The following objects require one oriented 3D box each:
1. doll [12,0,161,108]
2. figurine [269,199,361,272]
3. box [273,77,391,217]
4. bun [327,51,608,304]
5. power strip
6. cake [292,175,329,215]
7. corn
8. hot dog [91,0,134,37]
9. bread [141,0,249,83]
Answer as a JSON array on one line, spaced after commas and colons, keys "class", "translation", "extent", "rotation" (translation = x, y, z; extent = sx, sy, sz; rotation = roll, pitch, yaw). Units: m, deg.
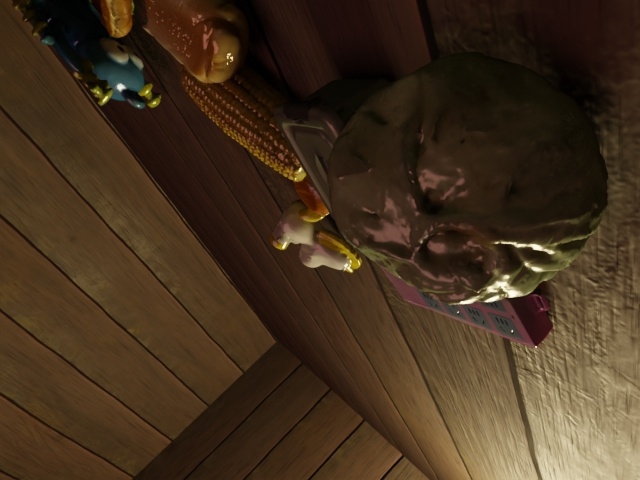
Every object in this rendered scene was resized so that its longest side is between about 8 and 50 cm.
[{"class": "doll", "translation": [-0.439, -0.395, 0.996], "extent": [0.341, 0.099, 0.346], "rotation": [58, -170, 2]}, {"class": "figurine", "translation": [-0.004, 0.003, 0.913], "extent": [0.130, 0.109, 0.178], "rotation": [-12, 125, 46]}, {"class": "box", "translation": [0.043, -0.094, 0.543], "extent": [0.124, 0.093, 0.172], "rotation": [26, 153, 54]}, {"class": "bun", "translation": [0.101, -0.028, 0.390], "extent": [0.204, 0.126, 0.212], "rotation": [47, 138, -12]}, {"class": "power strip", "translation": [0.173, 0.060, 0.668], "extent": [0.109, 0.037, 0.279], "rotation": [53, 163, -21]}, {"class": "cake", "translation": [-0.006, -0.078, 0.795], "extent": [0.084, 0.044, 0.084], "rotation": [45, 163, 17]}, {"class": "corn", "translation": [-0.095, -0.179, 0.698], "extent": [0.244, 0.093, 0.093], "rotation": [43, 163, 16]}, {"class": "hot dog", "translation": [-0.359, -0.420, 0.868], "extent": [0.092, 0.062, 0.236], "rotation": [60, 164, -13]}, {"class": "bread", "translation": [-0.157, -0.276, 0.625], "extent": [0.177, 0.084, 0.119], "rotation": [47, 144, 9]}]
